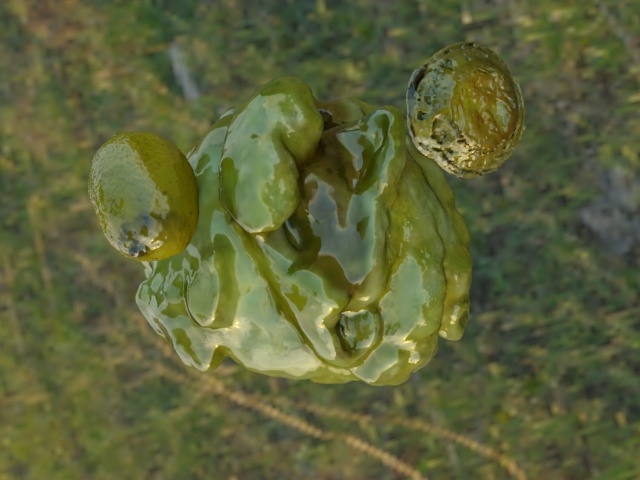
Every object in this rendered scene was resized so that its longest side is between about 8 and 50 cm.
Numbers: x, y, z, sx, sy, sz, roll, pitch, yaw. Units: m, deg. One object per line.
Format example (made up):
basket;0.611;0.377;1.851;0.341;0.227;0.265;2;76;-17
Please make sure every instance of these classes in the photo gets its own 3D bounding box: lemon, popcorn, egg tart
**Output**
lemon;-0.129;-0.036;1.390;0.082;0.082;0.111;119;141;-51
popcorn;0.000;0.000;1.480;0.241;0.250;0.235;-16;62;59
egg tart;0.138;-0.117;1.732;0.052;0.130;0.130;4;105;60
